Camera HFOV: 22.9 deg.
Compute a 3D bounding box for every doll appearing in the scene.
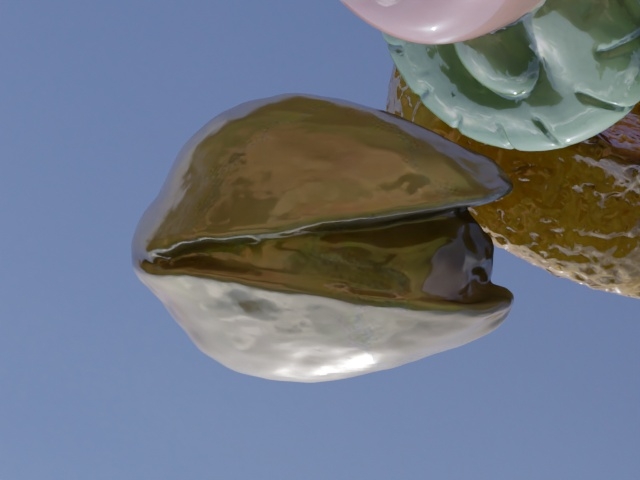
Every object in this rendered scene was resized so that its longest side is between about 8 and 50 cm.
[{"bbox_3d":[0.080,-0.187,0.686,0.216,0.284,0.268,-32,180,-33],"label":"doll"}]

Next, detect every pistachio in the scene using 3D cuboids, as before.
[{"bbox_3d":[0.000,0.000,1.229,0.321,0.238,0.229,2,-80,32],"label":"pistachio"}]

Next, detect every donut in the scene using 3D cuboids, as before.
[{"bbox_3d":[0.230,-0.095,1.500,0.435,0.378,0.163,-77,-173,-67],"label":"donut"}]
